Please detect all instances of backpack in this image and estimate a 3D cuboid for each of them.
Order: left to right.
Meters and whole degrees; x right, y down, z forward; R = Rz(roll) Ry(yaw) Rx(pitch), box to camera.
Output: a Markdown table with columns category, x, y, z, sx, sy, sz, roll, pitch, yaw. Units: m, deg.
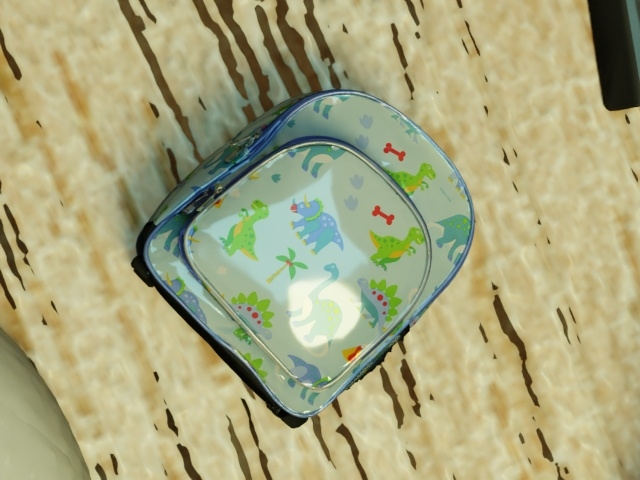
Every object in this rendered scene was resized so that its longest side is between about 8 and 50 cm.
| category | x | y | z | sx | sy | sz | roll | pitch | yaw |
| --- | --- | --- | --- | --- | --- | --- | --- | --- | --- |
| backpack | 0.000 | 0.000 | 0.709 | 0.114 | 0.084 | 0.105 | -44 | 99 | -10 |

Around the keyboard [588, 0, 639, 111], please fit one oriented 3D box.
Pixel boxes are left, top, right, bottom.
| category | x | y | z | sx | sy | sz | roll | pitch | yaw |
| --- | --- | --- | --- | --- | --- | --- | --- | --- | --- |
| keyboard | 0.119 | -0.212 | 0.758 | 0.201 | 0.033 | 0.317 | -9 | 90 | -9 |

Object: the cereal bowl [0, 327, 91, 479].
| category | x | y | z | sx | sy | sz | roll | pitch | yaw |
| --- | --- | --- | --- | --- | --- | --- | --- | --- | --- |
| cereal bowl | -0.237 | 0.148 | 0.640 | 0.339 | 0.141 | 0.339 | 0 | 89 | -9 |
